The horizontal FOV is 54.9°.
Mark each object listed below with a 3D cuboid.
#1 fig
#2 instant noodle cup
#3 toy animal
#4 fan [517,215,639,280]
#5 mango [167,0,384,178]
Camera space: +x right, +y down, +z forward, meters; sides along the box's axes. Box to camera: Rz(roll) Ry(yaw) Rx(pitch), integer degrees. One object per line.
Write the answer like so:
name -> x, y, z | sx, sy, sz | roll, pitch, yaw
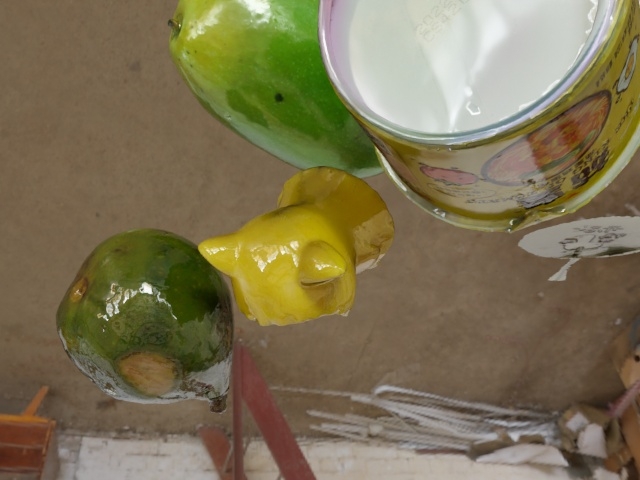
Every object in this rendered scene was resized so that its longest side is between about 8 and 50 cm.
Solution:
fig -> -0.181, 0.107, 0.718 | 0.195, 0.195, 0.245 | -25, 127, 17
instant noodle cup -> 0.158, -0.182, 0.593 | 0.325, 0.326, 0.254 | -27, 165, 19
toy animal -> -0.005, 0.000, 0.649 | 0.156, 0.230, 0.156 | 10, 116, 22
fan -> 0.446, 0.020, 1.065 | 0.232, 0.012, 0.415 | 1, 164, 7
mango -> -0.023, -0.218, 0.841 | 0.381, 0.225, 0.201 | 27, 146, -25
